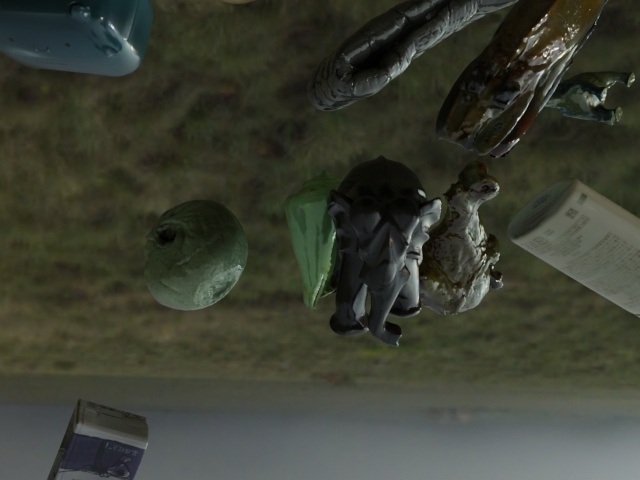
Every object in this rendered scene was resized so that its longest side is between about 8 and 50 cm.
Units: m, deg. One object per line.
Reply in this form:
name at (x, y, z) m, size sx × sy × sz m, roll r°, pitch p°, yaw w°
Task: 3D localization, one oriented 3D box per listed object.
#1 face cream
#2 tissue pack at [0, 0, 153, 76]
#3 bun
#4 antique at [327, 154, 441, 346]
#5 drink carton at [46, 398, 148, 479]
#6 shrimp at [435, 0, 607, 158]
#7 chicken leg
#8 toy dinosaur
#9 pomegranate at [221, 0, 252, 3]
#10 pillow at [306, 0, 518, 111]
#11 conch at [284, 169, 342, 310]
face cream at (0.476, 0.034, 1.560) m, size 0.348 × 0.081 × 0.173 m, roll 29°, pitch 145°, yaw -12°
tissue pack at (-0.463, -0.416, 1.807) m, size 0.287 × 0.198 × 0.206 m, roll 10°, pitch 165°, yaw 15°
bun at (-0.232, 0.019, 1.810) m, size 0.221 × 0.221 × 0.108 m, roll -2°, pitch 143°, yaw 21°
antique at (0.096, -0.003, 1.675) m, size 0.185 × 0.255 × 0.322 m, roll 5°, pitch -148°, yaw -3°
drink carton at (-0.409, 0.416, 1.803) m, size 0.134 × 0.222 × 0.102 m, roll 19°, pitch -166°, yaw -19°
shrimp at (0.170, -0.138, 0.809) m, size 0.058 × 0.253 × 0.173 m, roll 32°, pitch 155°, yaw 17°
chicken leg at (0.240, 0.014, 1.885) m, size 0.140 × 0.211 × 0.361 m, roll 42°, pitch 163°, yaw 35°
toy dinosaur at (0.442, -0.247, 1.677) m, size 0.147 × 0.076 × 0.363 m, roll 19°, pitch -153°, yaw 41°
pomegranate at (-0.119, -0.456, 1.377) m, size 0.264 × 0.264 × 0.264 m, roll 2°, pitch 171°, yaw 0°
pillow at (0.133, -0.314, 1.525) m, size 0.326 × 0.101 × 0.228 m, roll -33°, pitch -175°, yaw -10°
conch at (0.017, -0.009, 1.919) m, size 0.137 × 0.251 × 0.143 m, roll -10°, pitch -164°, yaw 21°
